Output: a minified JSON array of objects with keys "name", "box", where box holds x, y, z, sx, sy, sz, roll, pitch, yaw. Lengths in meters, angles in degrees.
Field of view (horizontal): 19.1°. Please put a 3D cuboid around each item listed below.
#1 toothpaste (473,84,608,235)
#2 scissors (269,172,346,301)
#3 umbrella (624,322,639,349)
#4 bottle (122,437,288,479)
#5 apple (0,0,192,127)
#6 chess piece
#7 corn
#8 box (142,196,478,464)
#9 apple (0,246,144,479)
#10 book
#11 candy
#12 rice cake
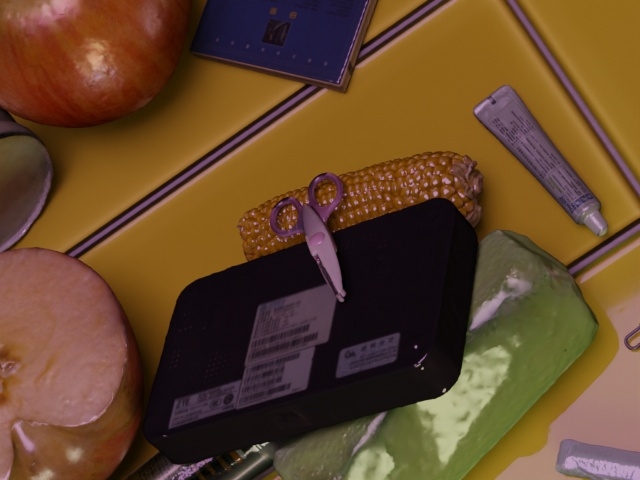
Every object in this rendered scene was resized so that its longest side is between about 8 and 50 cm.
[{"name":"toothpaste","box":[0.226,-0.078,1.912,0.048,0.029,0.197,-39,63,4]},{"name":"scissors","box":[0.000,0.000,1.857,0.085,0.022,0.176,-32,39,9]},{"name":"umbrella","box":[0.340,0.060,1.839,0.122,0.013,0.022,-43,77,4]},{"name":"bottle","box":[-0.122,0.232,1.928,0.286,0.082,0.082,-38,66,8]},{"name":"apple","box":[-0.272,-0.256,2.037,0.286,0.233,0.286,-8,70,22]},{"name":"chess piece","box":[-0.460,-0.134,2.116,0.182,0.182,0.330,-49,60,2]},{"name":"corn","box":[0.042,-0.028,1.933,0.260,0.091,0.091,-13,101,18]},{"name":"box","box":[-0.013,0.090,1.848,0.350,0.058,0.211,-20,42,32]},{"name":"apple","box":[-0.311,0.171,1.972,0.293,0.163,0.251,-36,55,-6]},{"name":"book","box":[-0.016,-0.307,2.068,0.191,0.025,0.269,15,81,25]},{"name":"candy","box":[0.114,0.145,1.842,0.343,0.142,0.132,-44,38,3]},{"name":"rice cake","box":[0.311,0.223,1.795,0.180,0.030,0.042,8,73,22]}]
